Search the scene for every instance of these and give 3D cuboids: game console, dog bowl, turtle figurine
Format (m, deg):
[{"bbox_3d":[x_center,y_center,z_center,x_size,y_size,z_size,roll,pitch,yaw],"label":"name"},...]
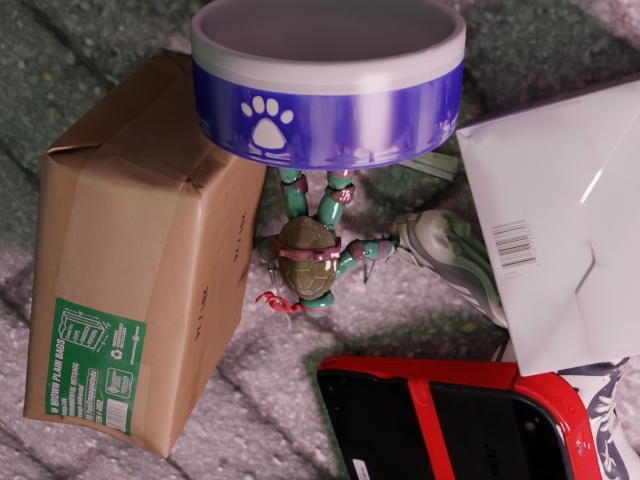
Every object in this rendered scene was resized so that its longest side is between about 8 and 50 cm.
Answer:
[{"bbox_3d":[0.185,0.314,1.318,0.342,0.060,0.386,1,117,38],"label":"game console"},{"bbox_3d":[0.007,-0.168,1.052,0.265,0.265,0.104,5,119,10],"label":"dog bowl"},{"bbox_3d":[0.000,0.000,1.226,0.175,0.118,0.234,4,111,11],"label":"turtle figurine"}]

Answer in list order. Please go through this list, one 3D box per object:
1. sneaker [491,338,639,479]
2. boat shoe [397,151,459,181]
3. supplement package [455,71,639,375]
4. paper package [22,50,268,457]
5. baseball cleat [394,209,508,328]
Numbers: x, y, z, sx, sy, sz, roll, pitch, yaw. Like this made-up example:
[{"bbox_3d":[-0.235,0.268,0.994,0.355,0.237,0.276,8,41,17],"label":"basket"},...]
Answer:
[{"bbox_3d":[0.328,0.179,1.242,0.235,0.094,0.153,49,125,-1],"label":"sneaker"},{"bbox_3d":[0.107,-0.097,1.198,0.100,0.035,0.035,19,91,8],"label":"boat shoe"},{"bbox_3d":[0.276,-0.021,1.099,0.204,0.145,0.261,-14,97,19],"label":"supplement package"},{"bbox_3d":[-0.178,0.007,1.155,0.168,0.309,0.324,16,119,5],"label":"paper package"},{"bbox_3d":[0.164,0.029,1.231,0.109,0.072,0.206,7,146,53],"label":"baseball cleat"}]
